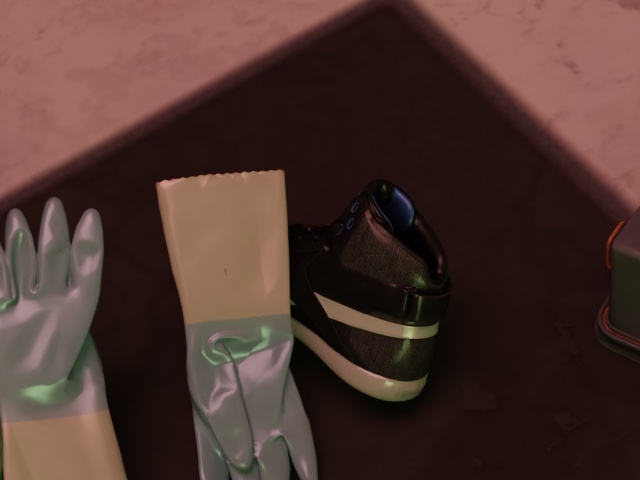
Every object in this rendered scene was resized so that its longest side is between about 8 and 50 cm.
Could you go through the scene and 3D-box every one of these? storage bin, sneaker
[{"bbox_3d":[0.231,0.002,1.031,0.098,0.091,0.135,24,59,30],"label":"storage bin"},{"bbox_3d":[0.000,0.000,1.061,0.217,0.121,0.079,32,26,27],"label":"sneaker"}]

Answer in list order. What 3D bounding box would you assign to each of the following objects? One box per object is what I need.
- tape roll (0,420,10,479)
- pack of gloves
[{"bbox_3d":[-0.334,0.138,1.064,0.321,0.077,0.321,-7,48,8],"label":"tape roll"},{"bbox_3d":[-0.108,0.080,1.016,0.195,0.046,0.232,-6,84,-11],"label":"pack of gloves"}]
